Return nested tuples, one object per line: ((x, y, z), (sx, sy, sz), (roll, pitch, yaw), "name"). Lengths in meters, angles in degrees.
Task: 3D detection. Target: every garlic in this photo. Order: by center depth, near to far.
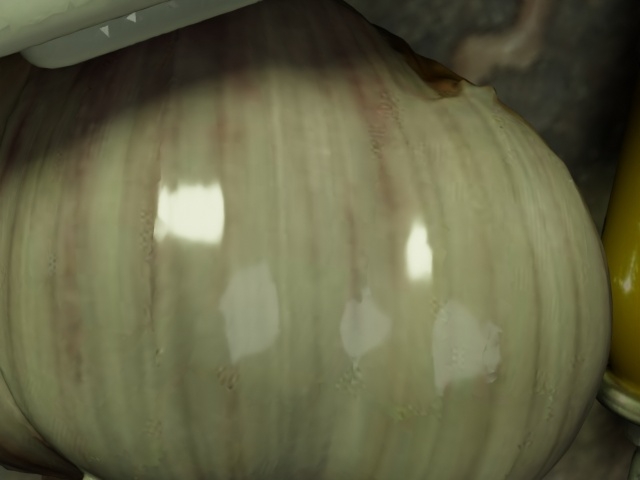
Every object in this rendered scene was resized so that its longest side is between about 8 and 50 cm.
((0.000, 0.000, 0.576), (0.256, 0.207, 0.207), (-48, 121, -42), "garlic")

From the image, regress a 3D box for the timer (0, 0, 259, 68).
((-0.014, -0.118, 0.501), (0.253, 0.178, 0.078), (-20, 115, -14), "timer")

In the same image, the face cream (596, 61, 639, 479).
((0.165, -0.066, 0.622), (0.105, 0.105, 0.348), (6, 102, -22), "face cream")
